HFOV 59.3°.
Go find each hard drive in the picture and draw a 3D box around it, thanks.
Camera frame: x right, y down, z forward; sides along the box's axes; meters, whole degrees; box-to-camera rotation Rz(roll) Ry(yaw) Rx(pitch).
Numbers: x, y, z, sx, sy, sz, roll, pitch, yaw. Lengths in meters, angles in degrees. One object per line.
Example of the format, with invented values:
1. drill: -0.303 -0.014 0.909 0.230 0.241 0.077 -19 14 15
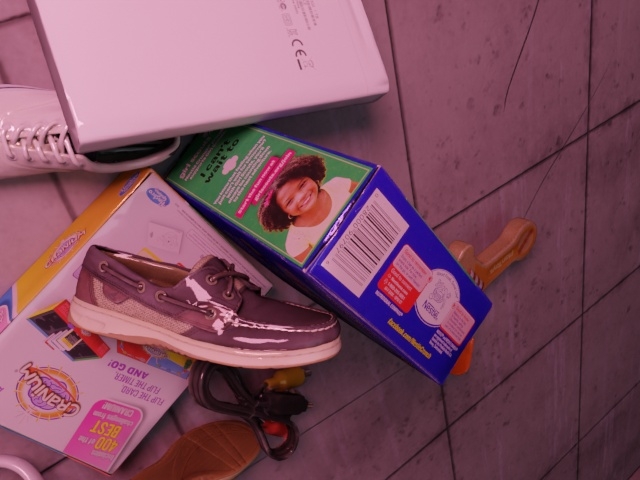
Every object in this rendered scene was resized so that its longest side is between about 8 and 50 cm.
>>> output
1. hard drive: -0.107 -0.236 0.590 0.352 0.047 0.233 -18 88 -31

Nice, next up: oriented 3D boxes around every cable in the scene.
1. cable: -0.102 0.237 0.803 0.287 0.072 0.140 29 74 -51

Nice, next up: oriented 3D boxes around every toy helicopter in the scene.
1. toy helicopter: 0.281 0.084 1.024 0.355 0.140 0.235 -35 128 -24

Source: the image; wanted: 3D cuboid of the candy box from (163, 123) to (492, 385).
1. candy box: 0.000 0.000 0.654 0.122 0.317 0.268 -54 131 -8

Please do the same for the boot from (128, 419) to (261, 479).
1. boot: -0.201 0.391 0.808 0.262 0.095 0.204 -25 139 -52

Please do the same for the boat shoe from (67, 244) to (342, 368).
1. boat shoe: -0.117 0.061 0.565 0.103 0.285 0.093 -30 127 -76

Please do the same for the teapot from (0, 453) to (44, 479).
1. teapot: -0.381 0.420 0.627 0.186 0.256 0.253 15 127 -3

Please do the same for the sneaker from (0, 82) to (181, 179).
1. sneaker: -0.264 -0.108 0.557 0.258 0.091 0.094 -16 117 -32

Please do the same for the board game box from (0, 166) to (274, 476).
1. board game box: -0.239 0.099 0.679 0.316 0.064 0.242 -49 129 -11
